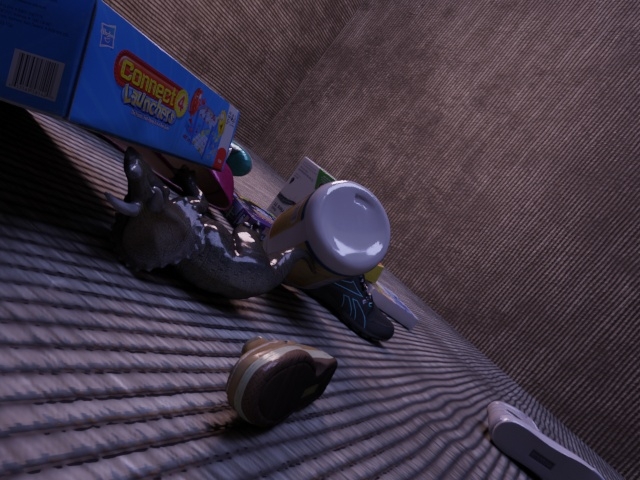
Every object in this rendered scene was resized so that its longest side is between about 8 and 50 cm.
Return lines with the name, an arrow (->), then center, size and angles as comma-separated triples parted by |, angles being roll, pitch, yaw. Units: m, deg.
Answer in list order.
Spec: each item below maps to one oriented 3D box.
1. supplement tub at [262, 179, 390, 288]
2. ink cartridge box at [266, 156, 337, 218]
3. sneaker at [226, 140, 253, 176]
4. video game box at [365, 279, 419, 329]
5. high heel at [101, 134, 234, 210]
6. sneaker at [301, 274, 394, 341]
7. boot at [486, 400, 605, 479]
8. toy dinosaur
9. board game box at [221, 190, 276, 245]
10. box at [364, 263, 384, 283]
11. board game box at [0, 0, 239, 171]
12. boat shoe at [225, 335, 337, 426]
supplement tub -> 0.000, 0.000, 0.713 | 0.144, 0.144, 0.199 | 37, -29, -17
ink cartridge box -> -0.038, -0.084, 1.129 | 0.086, 0.208, 0.153 | 26, 13, -50
sneaker -> -0.340, -0.281, 1.276 | 0.302, 0.108, 0.121 | 31, 7, 2
video game box -> 0.186, 0.170, 1.357 | 0.205, 0.048, 0.187 | 36, 5, -26
high heel -> -0.300, -0.185, 0.755 | 0.377, 0.127, 0.181 | 27, 19, -43
sneaker -> 0.058, 0.098, 0.868 | 0.267, 0.106, 0.101 | 39, 5, -14
boot -> 0.450, 0.421, 0.878 | 0.258, 0.095, 0.123 | 39, 13, 9
toy dinosaur -> -0.125, 0.013, 0.520 | 0.313, 0.121, 0.160 | 40, 17, -39
board game box -> -0.136, -0.038, 0.960 | 0.141, 0.048, 0.170 | 43, 7, 40
box -> 0.062, 0.044, 1.262 | 0.232, 0.058, 0.087 | 25, 10, -15
board game box -> -0.278, -0.172, 0.452 | 0.308, 0.086, 0.302 | 19, 5, 6
boat shoe -> -0.044, 0.116, 0.396 | 0.072, 0.068, 0.190 | 29, -8, 20
